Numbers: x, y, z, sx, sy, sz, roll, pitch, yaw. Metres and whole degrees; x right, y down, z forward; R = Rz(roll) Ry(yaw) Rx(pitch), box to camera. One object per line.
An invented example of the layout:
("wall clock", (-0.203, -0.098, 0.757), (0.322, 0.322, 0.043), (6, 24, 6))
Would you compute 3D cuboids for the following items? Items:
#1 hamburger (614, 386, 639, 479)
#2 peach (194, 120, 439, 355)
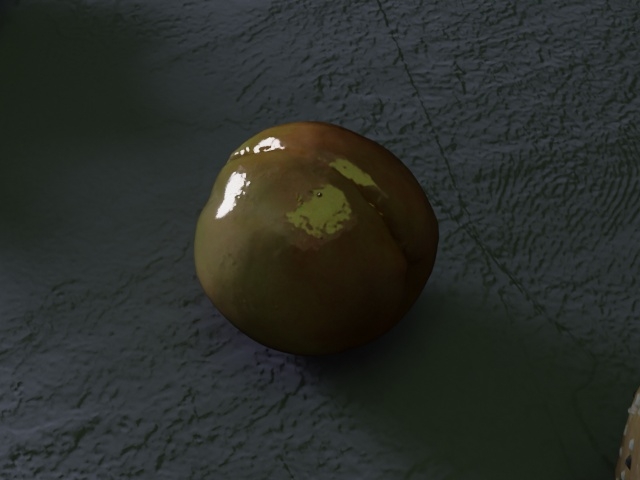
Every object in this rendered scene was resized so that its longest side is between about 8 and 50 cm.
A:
("hamburger", (0.280, 0.201, 0.784), (0.195, 0.318, 0.277), (4, 21, 2))
("peach", (0.000, 0.000, 0.987), (0.184, 0.184, 0.184), (2, 53, -2))
